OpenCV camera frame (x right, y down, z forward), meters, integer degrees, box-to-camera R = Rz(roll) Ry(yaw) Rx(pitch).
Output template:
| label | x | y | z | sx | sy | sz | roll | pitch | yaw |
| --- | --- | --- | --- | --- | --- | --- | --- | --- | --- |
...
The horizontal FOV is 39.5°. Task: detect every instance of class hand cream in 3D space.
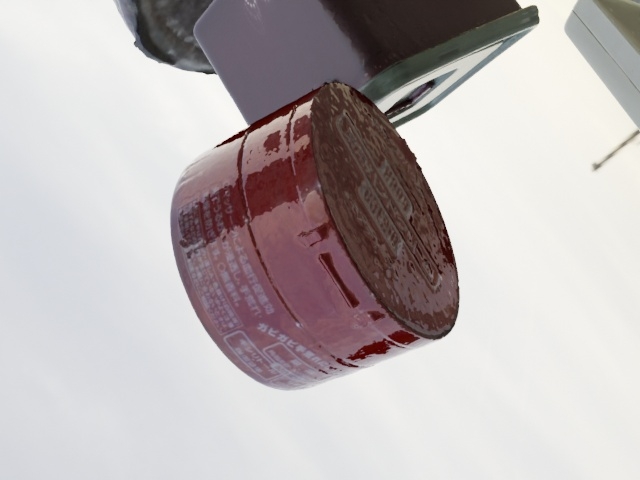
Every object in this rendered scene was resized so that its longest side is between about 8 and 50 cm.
| label | x | y | z | sx | sy | sz | roll | pitch | yaw |
| --- | --- | --- | --- | --- | --- | --- | --- | --- | --- |
| hand cream | 0.000 | 0.000 | 0.617 | 0.193 | 0.125 | 0.193 | 44 | -147 | -39 |

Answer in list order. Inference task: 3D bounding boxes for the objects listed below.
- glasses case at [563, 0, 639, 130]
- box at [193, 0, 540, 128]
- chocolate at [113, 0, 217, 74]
| label | x | y | z | sx | sy | sz | roll | pitch | yaw |
| --- | --- | --- | --- | --- | --- | --- | --- | --- | --- |
| glasses case | 0.440 | -0.225 | 1.183 | 0.131 | 0.070 | 0.313 | 10 | -142 | -21 |
| box | 0.039 | -0.191 | 0.811 | 0.294 | 0.193 | 0.167 | -31 | -95 | -45 |
| chocolate | -0.131 | -0.366 | 1.009 | 0.303 | 0.303 | 0.213 | 5 | -142 | -54 |
